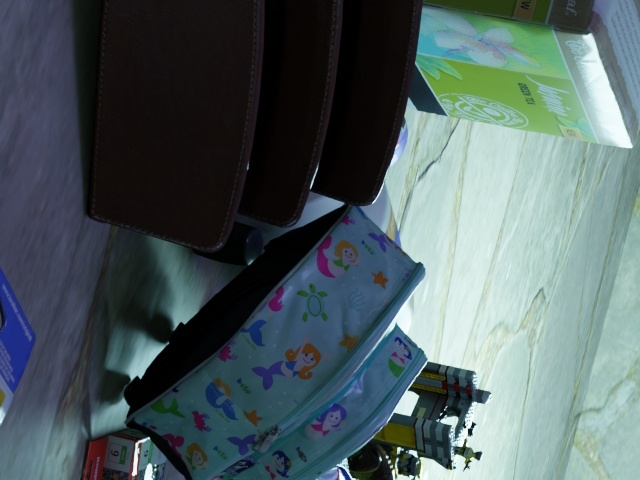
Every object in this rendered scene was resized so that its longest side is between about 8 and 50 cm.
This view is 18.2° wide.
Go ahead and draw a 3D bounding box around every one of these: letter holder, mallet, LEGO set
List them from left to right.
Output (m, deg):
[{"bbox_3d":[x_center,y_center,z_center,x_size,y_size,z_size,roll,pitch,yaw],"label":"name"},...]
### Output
[{"bbox_3d":[-0.108,-0.006,1.739,0.190,0.062,0.039,17,85,-71],"label":"mallet"},{"bbox_3d":[-0.046,-0.147,1.550,0.152,0.214,0.302,-52,155,-54],"label":"letter holder"},{"bbox_3d":[0.083,0.284,2.252,0.331,0.192,0.255,-57,151,-47],"label":"LEGO set"}]

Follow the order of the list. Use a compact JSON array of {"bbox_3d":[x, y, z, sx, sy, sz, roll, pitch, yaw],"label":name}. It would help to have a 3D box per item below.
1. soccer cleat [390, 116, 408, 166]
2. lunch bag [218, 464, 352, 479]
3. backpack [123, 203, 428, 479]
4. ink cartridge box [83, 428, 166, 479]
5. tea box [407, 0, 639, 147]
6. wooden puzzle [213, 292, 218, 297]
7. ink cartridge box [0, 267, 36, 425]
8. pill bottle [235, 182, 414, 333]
[{"bbox_3d":[0.036,-0.122,1.965,0.108,0.116,0.318,-46,154,-3],"label":"soccer cleat"},{"bbox_3d":[-0.044,0.238,1.958,0.151,0.129,0.096,62,41,-59],"label":"lunch bag"},{"bbox_3d":[-0.021,0.095,1.701,0.253,0.191,0.225,-49,179,37],"label":"backpack"},{"bbox_3d":[-0.169,0.199,1.728,0.115,0.029,0.063,-4,104,-71],"label":"ink cartridge box"},{"bbox_3d":[0.165,-0.267,1.985,0.329,0.323,0.220,45,58,-67],"label":"tea box"},{"bbox_3d":[-0.101,0.115,1.903,0.078,0.014,0.116,-59,153,-45],"label":"wooden puzzle"},{"bbox_3d":[-0.290,0.142,1.297,0.186,0.065,0.311,72,36,-55],"label":"ink cartridge box"},{"bbox_3d":[0.000,0.000,1.917,0.272,0.152,0.152,74,32,-54],"label":"pill bottle"}]
